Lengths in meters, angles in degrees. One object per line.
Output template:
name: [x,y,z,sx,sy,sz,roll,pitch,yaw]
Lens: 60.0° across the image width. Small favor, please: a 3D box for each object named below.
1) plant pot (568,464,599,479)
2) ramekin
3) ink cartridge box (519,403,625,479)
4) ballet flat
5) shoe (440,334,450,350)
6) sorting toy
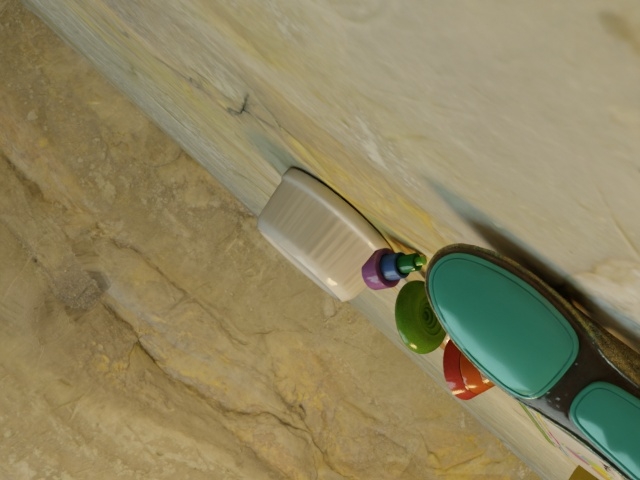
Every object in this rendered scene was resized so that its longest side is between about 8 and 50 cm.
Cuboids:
plant pot: [0.506,0.464,0.798,0.254,0.254,0.239,45,156,-27]
ramekin: [0.000,0.000,1.039,0.273,0.127,0.273,41,173,6]
ink cartridge box: [0.384,0.255,0.651,0.255,0.097,0.189,35,171,48]
ballet flat: [0.256,0.127,0.558,0.348,0.123,0.123,41,174,20]
shoe: [0.273,0.197,1.120,0.219,0.058,0.076,51,-160,-34]
sorting toy: [0.224,0.138,0.928,0.126,0.127,0.365,-15,126,46]
